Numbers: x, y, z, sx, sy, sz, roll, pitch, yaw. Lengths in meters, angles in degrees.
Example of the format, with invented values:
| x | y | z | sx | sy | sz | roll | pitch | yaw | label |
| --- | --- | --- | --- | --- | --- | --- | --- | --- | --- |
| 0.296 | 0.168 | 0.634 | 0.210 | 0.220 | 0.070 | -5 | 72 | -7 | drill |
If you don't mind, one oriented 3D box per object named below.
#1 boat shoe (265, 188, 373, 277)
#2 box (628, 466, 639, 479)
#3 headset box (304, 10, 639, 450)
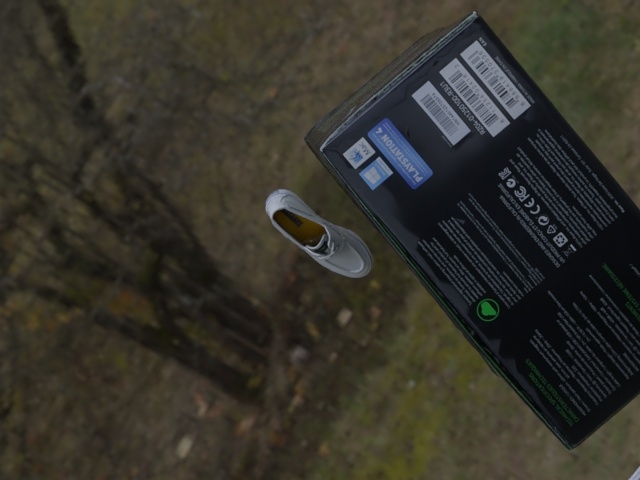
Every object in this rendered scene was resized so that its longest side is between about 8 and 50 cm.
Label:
| x | y | z | sx | sy | sz | roll | pitch | yaw | label |
| --- | --- | --- | --- | --- | --- | --- | --- | --- | --- |
| 0.000 | 0.000 | 1.170 | 0.035 | 0.100 | 0.035 | -45 | 20 | 17 | boat shoe |
| 0.204 | 0.085 | 0.546 | 0.322 | 0.232 | 0.058 | -45 | 50 | -14 | box |
| 0.115 | -0.016 | 1.053 | 0.131 | 0.246 | 0.283 | -40 | 6 | 1 | headset box |
